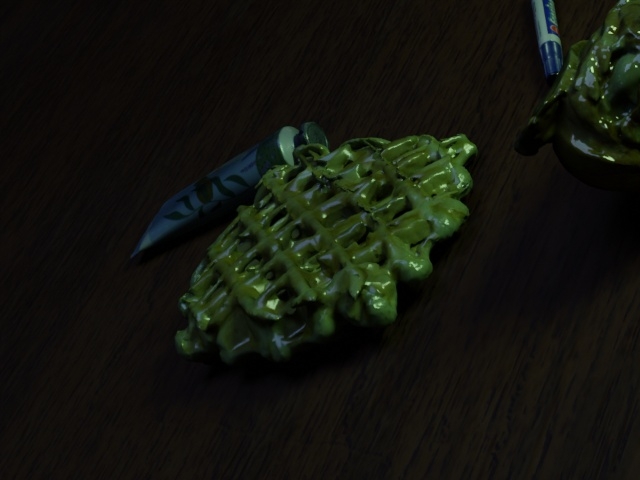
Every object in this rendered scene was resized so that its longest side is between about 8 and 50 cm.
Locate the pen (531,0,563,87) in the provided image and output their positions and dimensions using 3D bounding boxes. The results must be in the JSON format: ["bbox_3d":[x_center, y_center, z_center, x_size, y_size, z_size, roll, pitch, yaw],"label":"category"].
[{"bbox_3d":[0.230,-0.212,1.593,0.025,0.025,0.204,-28,30,20],"label":"pen"}]

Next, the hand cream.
[{"bbox_3d":[-0.105,-0.056,1.740,0.271,0.058,0.091,-26,27,34],"label":"hand cream"}]

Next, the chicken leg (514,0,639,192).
[{"bbox_3d":[0.298,-0.182,1.349,0.201,0.152,0.429,-29,21,34],"label":"chicken leg"}]

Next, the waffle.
[{"bbox_3d":[0.000,0.000,1.503,0.317,0.073,0.297,-13,37,41],"label":"waffle"}]
